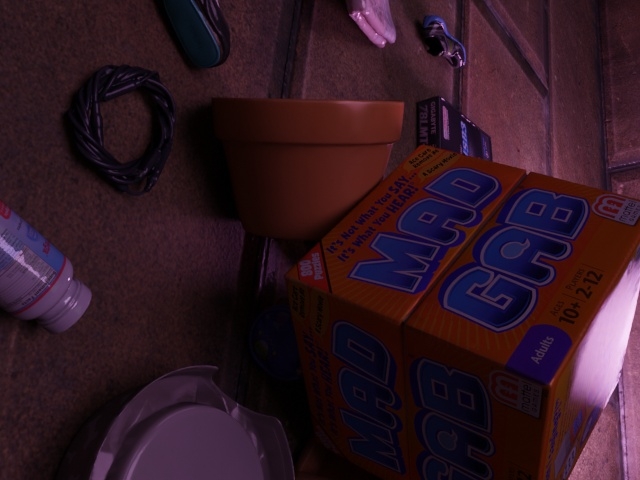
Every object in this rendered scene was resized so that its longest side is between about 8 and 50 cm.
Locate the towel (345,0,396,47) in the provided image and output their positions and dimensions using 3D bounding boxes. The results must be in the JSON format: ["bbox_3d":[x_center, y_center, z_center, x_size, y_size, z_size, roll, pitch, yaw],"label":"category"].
[{"bbox_3d":[0.080,-0.582,1.441,0.317,0.053,0.331,-7,86,-75],"label":"towel"}]

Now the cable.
[{"bbox_3d":[-0.262,-0.161,0.963,0.150,0.047,0.184,39,54,-35],"label":"cable"}]

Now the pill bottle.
[{"bbox_3d":[-0.329,0.030,0.775,0.160,0.087,0.087,50,44,-34],"label":"pill bottle"}]

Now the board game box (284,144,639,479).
[{"bbox_3d":[0.215,0.134,1.023,0.356,0.356,0.356,-44,140,-36],"label":"board game box"}]

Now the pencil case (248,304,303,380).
[{"bbox_3d":[0.018,0.142,1.183,0.306,0.133,0.119,-8,66,-55],"label":"pencil case"}]

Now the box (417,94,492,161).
[{"bbox_3d":[0.338,-0.164,1.753,0.293,0.073,0.295,24,62,-50],"label":"box"}]

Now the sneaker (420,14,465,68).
[{"bbox_3d":[0.305,-0.493,1.814,0.188,0.067,0.078,33,77,-47],"label":"sneaker"}]

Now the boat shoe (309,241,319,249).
[{"bbox_3d":[0.000,0.000,1.270,0.038,0.046,0.125,-41,122,-55],"label":"boat shoe"}]

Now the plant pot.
[{"bbox_3d":[-0.021,-0.116,1.097,0.291,0.291,0.203,-13,108,-54],"label":"plant pot"}]

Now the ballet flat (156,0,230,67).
[{"bbox_3d":[-0.213,-0.391,1.056,0.096,0.095,0.280,-70,145,-49],"label":"ballet flat"}]

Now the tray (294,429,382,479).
[{"bbox_3d":[0.131,0.282,1.227,0.411,0.203,0.076,-54,139,-46],"label":"tray"}]

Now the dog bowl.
[{"bbox_3d":[-0.177,0.333,0.888,0.349,0.102,0.348,18,68,-50],"label":"dog bowl"}]
